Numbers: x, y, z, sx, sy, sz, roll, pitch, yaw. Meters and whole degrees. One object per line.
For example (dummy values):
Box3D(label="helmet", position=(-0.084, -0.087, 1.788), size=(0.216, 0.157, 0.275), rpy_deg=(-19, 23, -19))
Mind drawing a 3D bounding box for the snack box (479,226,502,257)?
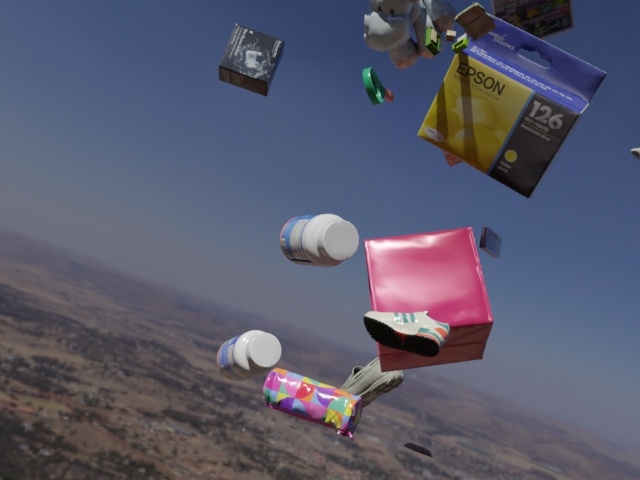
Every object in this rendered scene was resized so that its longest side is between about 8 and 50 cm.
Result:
Box3D(label="snack box", position=(0.512, 0.007, 2.030), size=(0.022, 0.064, 0.178), rpy_deg=(7, -8, 28))

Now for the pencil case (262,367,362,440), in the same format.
Box3D(label="pencil case", position=(-0.017, 0.371, 1.549), size=(0.236, 0.105, 0.104), rpy_deg=(15, -8, 20))

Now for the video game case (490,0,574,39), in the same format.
Box3D(label="video game case", position=(0.536, -0.595, 1.714), size=(0.201, 0.184, 0.023), rpy_deg=(-18, 31, 2))

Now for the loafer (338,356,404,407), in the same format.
Box3D(label="loafer", position=(0.133, 0.455, 2.139), size=(0.112, 0.112, 0.319), rpy_deg=(18, -44, -42))

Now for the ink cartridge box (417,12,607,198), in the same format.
Box3D(label="ink cartridge box", position=(0.411, -0.296, 1.500), size=(0.303, 0.307, 0.072), rpy_deg=(33, 36, 17))

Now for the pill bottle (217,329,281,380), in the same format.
Box3D(label="pill bottle", position=(-0.234, 0.383, 2.259), size=(0.152, 0.152, 0.272), rpy_deg=(22, -25, -21))

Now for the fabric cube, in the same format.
Box3D(label="fabric cube", position=(0.252, 0.147, 1.638), size=(0.258, 0.254, 0.259), rpy_deg=(-8, -31, 2))

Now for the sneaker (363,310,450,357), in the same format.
Box3D(label="sneaker", position=(0.156, 0.155, 1.213), size=(0.161, 0.075, 0.057), rpy_deg=(13, -54, 36))

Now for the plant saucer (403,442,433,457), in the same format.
Box3D(label="plant saucer", position=(0.260, 0.551, 1.787), size=(0.083, 0.015, 0.083), rpy_deg=(20, -12, 4))

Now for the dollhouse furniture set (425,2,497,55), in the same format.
Box3D(label="dollhouse furniture set", position=(0.295, -0.452, 1.430), size=(0.076, 0.059, 0.151), rpy_deg=(35, -43, -31))

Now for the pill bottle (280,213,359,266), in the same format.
Box3D(label="pill bottle", position=(0.000, 0.000, 1.583), size=(0.124, 0.124, 0.221), rpy_deg=(22, -9, -25))

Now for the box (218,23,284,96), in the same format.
Box3D(label="box", position=(-0.207, -0.543, 2.037), size=(0.158, 0.156, 0.093), rpy_deg=(19, -16, -2))

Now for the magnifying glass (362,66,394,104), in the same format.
Box3D(label="magnifying glass", position=(0.152, -0.384, 1.730), size=(0.026, 0.092, 0.231), rpy_deg=(-15, -2, 18))

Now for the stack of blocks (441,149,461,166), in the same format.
Box3D(label="stack of blocks", position=(0.496, -0.361, 2.046), size=(0.297, 0.171, 0.087), rpy_deg=(-24, -52, 15))

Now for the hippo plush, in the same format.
Box3D(label="hippo plush", position=(0.223, -0.580, 1.705), size=(0.234, 0.294, 0.236), rpy_deg=(17, 18, 10))

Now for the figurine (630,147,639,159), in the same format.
Box3D(label="figurine", position=(0.870, -0.200, 1.578), size=(0.209, 0.092, 0.215), rpy_deg=(44, -45, 0))
